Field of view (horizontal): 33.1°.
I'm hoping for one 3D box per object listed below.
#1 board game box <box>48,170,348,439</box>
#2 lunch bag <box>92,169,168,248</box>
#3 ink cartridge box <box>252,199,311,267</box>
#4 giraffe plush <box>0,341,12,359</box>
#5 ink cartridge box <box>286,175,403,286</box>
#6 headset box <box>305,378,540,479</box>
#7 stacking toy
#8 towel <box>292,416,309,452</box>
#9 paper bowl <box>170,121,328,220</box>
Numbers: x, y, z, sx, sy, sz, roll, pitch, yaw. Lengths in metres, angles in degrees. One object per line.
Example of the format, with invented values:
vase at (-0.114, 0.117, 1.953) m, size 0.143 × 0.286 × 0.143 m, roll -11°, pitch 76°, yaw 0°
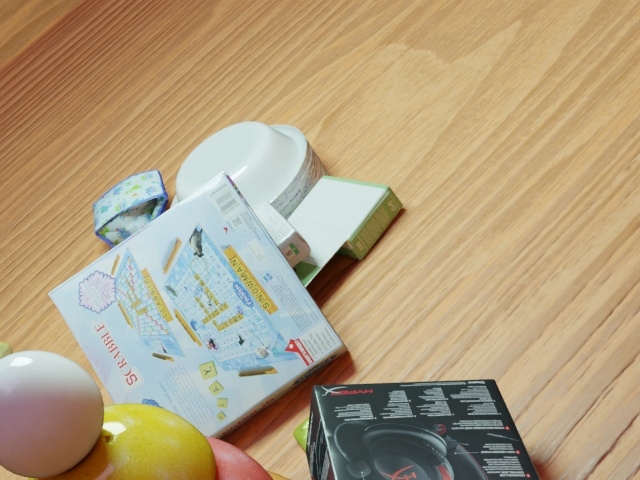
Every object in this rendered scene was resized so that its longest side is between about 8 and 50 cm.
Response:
board game box at (-0.178, 0.117, 1.547) m, size 0.318 × 0.066 × 0.319 m, roll -34°, pitch 73°, yaw 0°
lunch bag at (-0.361, -0.063, 2.091) m, size 0.151 × 0.096 × 0.129 m, roll -41°, pitch 31°, yaw 8°
ink cartridge box at (-0.135, 0.044, 1.684) m, size 0.224 × 0.056 × 0.181 m, roll -41°, pitch 25°, yaw -2°
giraffe plush at (-0.662, 0.238, 1.932) m, size 0.181 × 0.210 × 0.170 m, roll -54°, pitch 8°, yaw -22°
ink cartridge box at (0.000, 0.000, 1.723) m, size 0.171 × 0.056 × 0.235 m, roll 14°, pitch 59°, yaw 50°
headset box at (0.113, 0.279, 1.117) m, size 0.218 × 0.110 × 0.293 m, roll -1°, pitch 32°, yaw -11°
stacking toy at (-0.197, 0.291, 1.125) m, size 0.350 × 0.480 × 0.351 m, roll -24°, pitch 34°, yaw 17°
towel at (0.046, 0.272, 1.359) m, size 0.102 × 0.021 × 0.237 m, roll -38°, pitch 32°, yaw -6°
paper bowl at (-0.139, -0.097, 1.890) m, size 0.284 × 0.148 × 0.284 m, roll -22°, pitch 35°, yaw 17°
